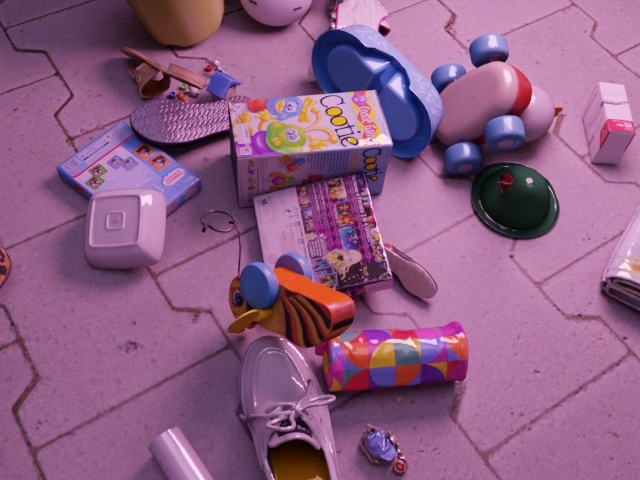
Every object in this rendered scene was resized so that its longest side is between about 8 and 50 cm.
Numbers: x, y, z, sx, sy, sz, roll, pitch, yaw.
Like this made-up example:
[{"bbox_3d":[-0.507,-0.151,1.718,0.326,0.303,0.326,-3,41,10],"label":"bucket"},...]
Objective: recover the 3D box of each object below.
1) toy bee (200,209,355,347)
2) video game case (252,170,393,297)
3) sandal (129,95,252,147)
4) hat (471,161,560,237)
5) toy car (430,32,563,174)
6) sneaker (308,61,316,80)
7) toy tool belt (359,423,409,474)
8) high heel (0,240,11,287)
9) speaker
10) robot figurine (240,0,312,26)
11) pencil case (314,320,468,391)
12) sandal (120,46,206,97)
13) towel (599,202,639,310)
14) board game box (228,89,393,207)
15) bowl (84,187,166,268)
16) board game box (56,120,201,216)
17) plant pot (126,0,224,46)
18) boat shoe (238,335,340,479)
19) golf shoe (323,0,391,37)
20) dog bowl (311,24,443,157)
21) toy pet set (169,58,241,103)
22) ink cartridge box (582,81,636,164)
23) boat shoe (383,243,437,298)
[{"bbox_3d":[-0.074,0.091,1.171,0.195,0.162,0.298,-2,31,-27],"label":"toy bee"},{"bbox_3d":[0.000,0.000,1.305,0.210,0.042,0.232,-14,58,2],"label":"video game case"},{"bbox_3d":[-0.242,-0.223,1.454,0.255,0.054,0.097,-9,72,-26],"label":"sandal"},{"bbox_3d":[0.378,-0.118,1.356,0.173,0.183,0.208,7,55,-1],"label":"hat"},{"bbox_3d":[0.365,-0.246,1.477,0.238,0.210,0.219,10,64,-33],"label":"toy car"},{"bbox_3d":[0.044,-0.349,1.571,0.152,0.061,0.053,12,45,-20],"label":"sneaker"},{"bbox_3d":[0.097,0.312,1.119,0.052,0.051,0.083,-37,66,-25],"label":"toy tool belt"},{"bbox_3d":[-0.650,0.037,1.217,0.261,0.093,0.186,-16,52,-26],"label":"high heel"},{"bbox_3d":[-0.191,0.337,1.076,0.055,0.055,0.136,-31,63,-23],"label":"speaker"},{"bbox_3d":[-0.096,-0.604,1.655,0.209,0.173,0.278,-22,50,28],"label":"robot figurine"},{"bbox_3d":[0.113,0.181,1.183,0.236,0.104,0.104,-1,56,-6],"label":"pencil case"},{"bbox_3d":[-0.335,-0.322,1.500,0.240,0.088,0.079,24,91,32],"label":"sandal"},{"bbox_3d":[0.714,0.027,1.344,0.321,0.090,0.374,31,59,15],"label":"towel"},{"bbox_3d":[-0.025,-0.170,1.384,0.275,0.144,0.142,-6,56,-9],"label":"board game box"},{"bbox_3d":[-0.341,-0.026,1.279,0.142,0.053,0.142,-3,73,11],"label":"bowl"},{"bbox_3d":[-0.352,-0.115,1.383,0.211,0.039,0.160,36,60,19],"label":"board game box"},{"bbox_3d":[-0.310,-0.547,1.535,0.276,0.254,0.276,-3,62,6],"label":"plant pot"},{"bbox_3d":[-0.041,0.279,1.066,0.136,0.156,0.367,-7,57,-10],"label":"boat shoe"},{"bbox_3d":[0.089,-0.507,1.658,0.140,0.115,0.306,14,62,-8],"label":"golf shoe"},{"bbox_3d":[0.115,-0.297,1.452,0.297,0.166,0.074,45,54,5],"label":"dog bowl"},{"bbox_3d":[-0.229,-0.322,1.518,0.114,0.065,0.122,33,60,17],"label":"toy pet set"},{"bbox_3d":[0.578,-0.235,1.505,0.056,0.099,0.135,5,56,-1],"label":"ink cartridge box"},{"bbox_3d":[0.151,0.051,1.308,0.137,0.049,0.043,36,21,20],"label":"boat shoe"}]
